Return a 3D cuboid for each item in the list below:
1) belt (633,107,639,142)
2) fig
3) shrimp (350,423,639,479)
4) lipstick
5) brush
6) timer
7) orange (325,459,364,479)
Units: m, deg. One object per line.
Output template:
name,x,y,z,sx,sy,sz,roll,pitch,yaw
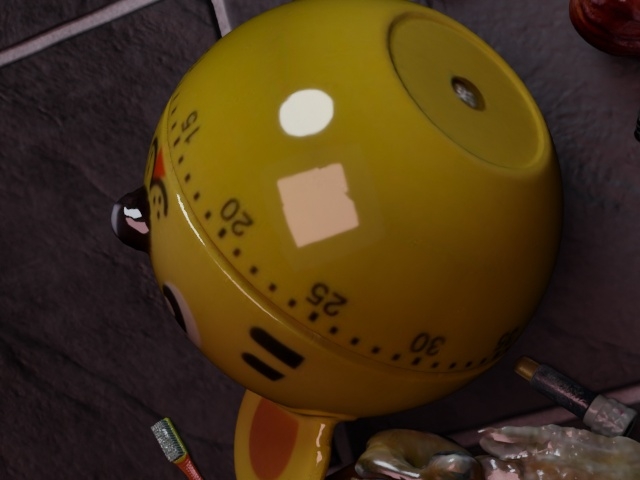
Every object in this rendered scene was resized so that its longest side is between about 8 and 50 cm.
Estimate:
belt,0.390,-0.139,1.017,0.295,0.207,0.160,-44,70,0
fig,0.270,-0.200,1.114,0.128,0.128,0.150,-31,119,18
shrimp,0.231,0.247,0.992,0.445,0.110,0.221,22,106,0
lipstick,0.216,0.133,1.169,0.116,0.037,0.037,32,101,22
brush,-0.137,0.212,1.311,0.019,0.021,0.083,-36,78,14
timer,0.000,0.000,1.103,0.376,0.376,0.387,52,127,14
orange,0.048,0.279,1.122,0.183,0.249,0.249,19,96,10
